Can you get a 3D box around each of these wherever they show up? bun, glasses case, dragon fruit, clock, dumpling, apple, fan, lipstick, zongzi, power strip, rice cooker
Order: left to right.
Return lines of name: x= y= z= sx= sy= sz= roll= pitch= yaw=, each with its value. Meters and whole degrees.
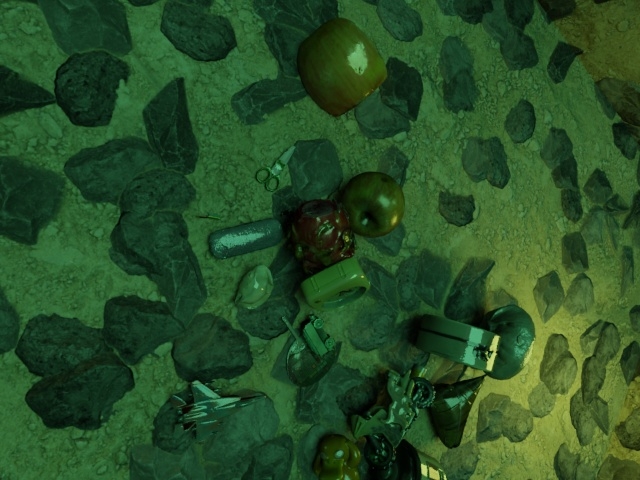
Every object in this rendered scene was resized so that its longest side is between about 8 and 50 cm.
glasses case: x=-0.269 y=-0.008 z=1.562 sx=0.282 sy=0.067 sz=0.109 roll=-17 pitch=99 yaw=-27
dumpling: x=-0.227 y=0.176 z=1.564 sx=0.134 sy=0.099 sz=0.170 roll=26 pitch=79 yaw=-38
fan: x=-0.038 y=0.429 z=1.698 sx=0.223 sy=0.012 sz=0.295 roll=-6 pitch=91 yaw=-27
dragon fruit: x=0.000 y=0.000 z=1.607 sx=0.268 sy=0.250 sz=0.291 roll=-9 pitch=123 yaw=-5
clock: x=0.073 y=0.185 z=1.625 sx=0.234 sy=0.308 sz=0.096 roll=-28 pitch=63 yaw=6
apple: x=0.076 y=-0.696 z=1.689 sx=0.309 sy=0.314 sz=0.252 roll=46 pitch=27 yaw=-24
apple: x=0.210 y=-0.153 z=1.706 sx=0.264 sy=0.264 sz=0.265 roll=1 pitch=89 yaw=-26
rice cooker: x=0.358 y=0.981 z=1.750 sx=0.316 sy=0.264 sz=0.317 roll=28 pitch=44 yaw=-32
lipstick: x=0.387 y=0.678 z=1.878 sx=0.059 sy=0.059 sz=0.264 roll=39 pitch=73 yaw=-20
power strip: x=0.594 y=0.435 z=1.819 sx=0.357 sy=0.357 sz=0.162 roll=22 pitch=81 yaw=-24
zongzi: x=0.650 y=0.763 z=1.930 sx=0.299 sy=0.138 sz=0.286 roll=-21 pitch=100 yaw=-5
bun: x=0.834 y=0.459 z=1.978 sx=0.194 sy=0.354 sz=0.355 roll=21 pitch=79 yaw=-2

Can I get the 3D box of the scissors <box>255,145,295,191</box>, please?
scissors: x=-0.159 y=-0.286 z=1.644 sx=0.101 sy=0.027 sz=0.204 roll=43 pitch=73 yaw=-21

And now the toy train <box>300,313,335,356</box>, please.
toy train: x=-0.014 y=0.373 z=1.672 sx=0.099 sy=0.070 sz=0.172 roll=-32 pitch=102 yaw=-16

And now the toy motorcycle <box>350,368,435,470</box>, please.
toy motorcycle: x=0.284 y=0.708 z=1.744 sx=0.236 sy=0.169 sz=0.410 roll=36 pitch=72 yaw=18

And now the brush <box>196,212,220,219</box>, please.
brush: x=-0.402 y=-0.088 z=1.524 sx=0.083 sy=0.018 sz=0.021 roll=4 pitch=77 yaw=-27

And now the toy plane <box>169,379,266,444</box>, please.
toy plane: x=-0.353 y=0.580 z=1.490 sx=0.326 sy=0.104 sz=0.223 roll=-5 pitch=92 yaw=-31

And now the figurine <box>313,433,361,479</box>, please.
figurine: x=0.071 y=0.895 z=1.667 sx=0.215 sy=0.215 sz=0.228 roll=-36 pitch=119 yaw=-23
